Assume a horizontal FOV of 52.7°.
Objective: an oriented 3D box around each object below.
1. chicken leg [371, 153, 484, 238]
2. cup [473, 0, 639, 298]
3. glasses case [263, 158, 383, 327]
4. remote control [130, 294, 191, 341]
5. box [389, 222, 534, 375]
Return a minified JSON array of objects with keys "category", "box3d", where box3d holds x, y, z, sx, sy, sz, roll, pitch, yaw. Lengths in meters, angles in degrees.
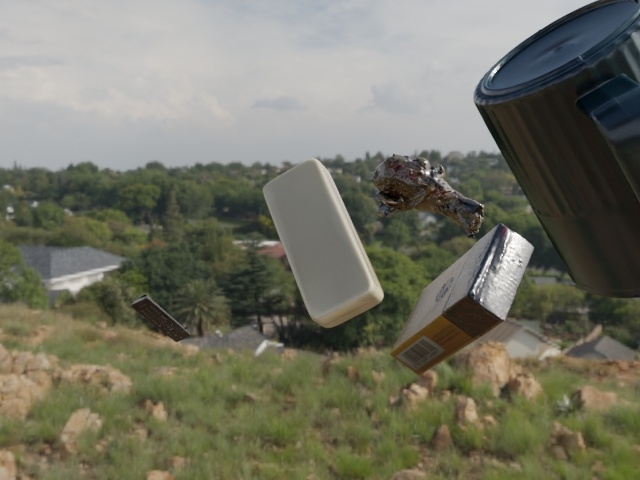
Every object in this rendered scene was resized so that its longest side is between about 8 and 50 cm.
[{"category":"chicken leg","box3d":[0.181,-0.078,1.082,0.196,0.125,0.080,15,-25,12]},{"category":"cup","box3d":[0.337,-0.099,0.762,0.242,0.292,0.308,-16,26,46]},{"category":"glasses case","box3d":[0.000,0.000,1.299,0.144,0.336,0.076,-28,-29,11]},{"category":"remote control","box3d":[-0.213,0.105,0.873,0.034,0.091,0.016,-26,37,20]},{"category":"box","box3d":[0.362,0.162,1.688,0.264,0.116,0.415,-54,0,-36]}]
